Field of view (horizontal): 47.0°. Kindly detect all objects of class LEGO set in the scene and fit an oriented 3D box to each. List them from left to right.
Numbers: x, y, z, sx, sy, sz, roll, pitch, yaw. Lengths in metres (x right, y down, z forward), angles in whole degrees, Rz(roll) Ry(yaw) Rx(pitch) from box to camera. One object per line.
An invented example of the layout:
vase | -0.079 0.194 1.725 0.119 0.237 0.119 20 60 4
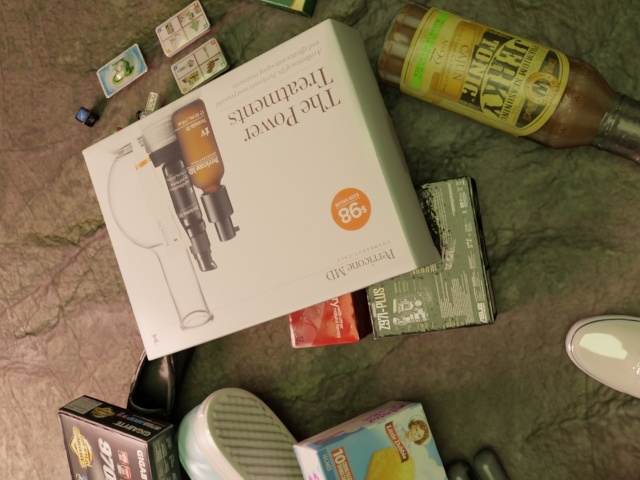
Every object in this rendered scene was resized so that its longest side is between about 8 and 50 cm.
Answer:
LEGO set | -0.227 -0.194 1.036 0.244 0.060 0.182 -30 72 14

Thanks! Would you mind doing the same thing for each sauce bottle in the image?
sauce bottle | 0.239 -0.176 0.853 0.344 0.111 0.111 23 98 14

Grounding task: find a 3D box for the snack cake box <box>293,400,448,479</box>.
snack cake box | 0.087 0.346 0.892 0.152 0.089 0.264 -18 87 -23

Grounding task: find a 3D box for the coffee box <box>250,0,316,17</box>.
coffee box | -0.083 -0.375 0.975 0.184 0.040 0.113 22 98 15

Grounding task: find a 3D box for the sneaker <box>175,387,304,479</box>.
sneaker | -0.058 0.362 0.973 0.150 0.135 0.366 -36 87 45

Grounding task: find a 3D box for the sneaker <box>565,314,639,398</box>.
sneaker | 0.407 0.152 0.825 0.258 0.091 0.094 19 97 15

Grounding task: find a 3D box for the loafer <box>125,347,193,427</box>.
loafer | -0.239 0.227 1.025 0.076 0.078 0.223 20 98 16

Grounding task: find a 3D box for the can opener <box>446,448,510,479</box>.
can opener | 0.242 0.396 0.881 0.076 0.095 0.283 -29 84 15

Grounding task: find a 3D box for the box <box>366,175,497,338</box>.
box | 0.129 0.021 0.909 0.147 0.077 0.180 -10 89 16

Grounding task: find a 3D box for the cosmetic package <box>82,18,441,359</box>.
cosmetic package | -0.083 -0.046 0.878 0.377 0.097 0.284 -22 87 26

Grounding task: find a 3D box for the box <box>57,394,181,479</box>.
box | -0.264 0.333 0.999 0.175 0.051 0.220 8 112 33

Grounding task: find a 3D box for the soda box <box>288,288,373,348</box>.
soda box | 0.000 0.000 0.943 0.092 0.083 0.263 -8 90 18
